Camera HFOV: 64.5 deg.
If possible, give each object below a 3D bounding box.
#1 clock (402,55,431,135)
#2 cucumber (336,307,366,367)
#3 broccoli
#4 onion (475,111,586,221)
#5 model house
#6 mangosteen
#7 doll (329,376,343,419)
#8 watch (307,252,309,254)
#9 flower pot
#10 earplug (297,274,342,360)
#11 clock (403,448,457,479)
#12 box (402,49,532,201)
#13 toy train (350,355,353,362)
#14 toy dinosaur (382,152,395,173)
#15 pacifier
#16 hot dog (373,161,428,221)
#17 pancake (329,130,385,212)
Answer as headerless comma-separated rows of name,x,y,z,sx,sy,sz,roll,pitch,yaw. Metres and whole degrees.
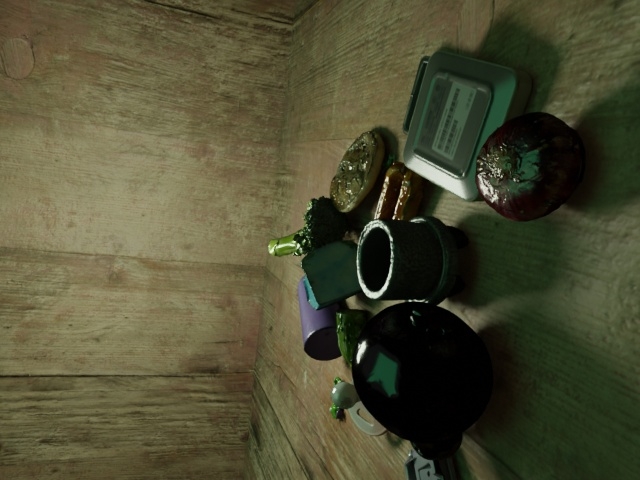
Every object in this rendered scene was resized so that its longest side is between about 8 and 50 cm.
clock,0.377,-0.461,1.694,0.279,0.049,0.274,-123,42,-59
cucumber,0.129,0.403,2.100,0.134,0.134,0.245,176,94,-70
broccoli,-0.040,-0.049,2.332,0.397,0.352,0.275,-34,73,62
onion,0.475,-0.167,1.156,0.246,0.190,0.247,4,95,52
model house,0.056,0.157,2.156,0.241,0.261,0.226,103,146,-68
mangosteen,0.262,0.381,1.374,0.382,0.381,0.436,-118,29,-57
doll,0.075,0.707,2.270,0.115,0.050,0.191,21,104,62
watch,0.025,0.106,2.323,0.211,0.193,0.211,180,90,-68
flower pot,0.274,0.072,1.530,0.299,0.282,0.300,-178,90,-68
earplug,-0.005,0.324,2.370,0.456,0.214,0.215,-107,29,-53
clock,0.333,0.722,1.494,0.186,0.083,0.254,122,147,-51
box,0.398,-0.338,1.473,0.373,0.090,0.368,44,127,51
toy train,0.179,0.481,1.981,0.081,0.099,0.149,-33,53,23
toy dinosaur,0.272,-0.303,1.998,0.062,0.021,0.084,7,91,58
pacifier,0.166,0.541,1.821,0.220,0.272,0.333,-102,21,-79
hot dog,0.279,-0.112,1.789,0.158,0.117,0.349,37,132,35
pancake,0.154,-0.292,2.148,0.387,0.082,0.387,-49,28,37
